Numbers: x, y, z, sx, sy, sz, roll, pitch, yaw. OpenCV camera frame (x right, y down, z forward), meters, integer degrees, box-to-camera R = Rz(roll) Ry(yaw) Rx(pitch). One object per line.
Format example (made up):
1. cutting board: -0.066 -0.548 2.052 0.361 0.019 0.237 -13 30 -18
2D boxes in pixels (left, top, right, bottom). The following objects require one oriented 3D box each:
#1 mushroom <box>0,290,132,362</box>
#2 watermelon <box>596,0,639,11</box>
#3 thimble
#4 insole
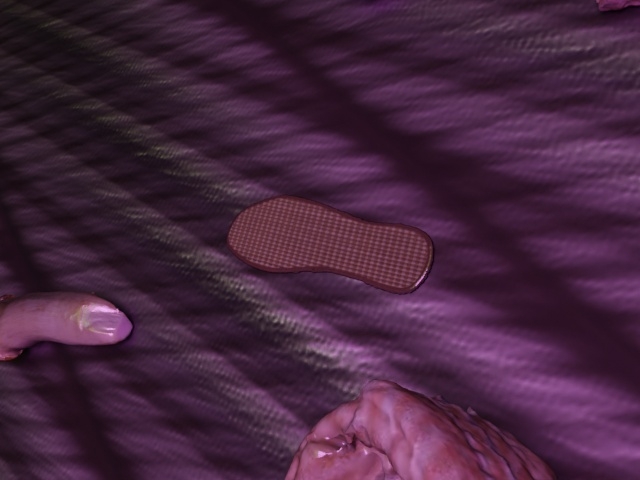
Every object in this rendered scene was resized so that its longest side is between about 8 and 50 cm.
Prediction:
1. mushroom: -0.313 0.097 0.835 0.209 0.071 0.084 -7 32 28
2. watermelon: 0.299 -0.323 0.492 0.293 0.250 0.283 -39 48 11
3. thimble: 0.065 0.221 0.449 0.196 0.148 0.229 -46 35 29
4. insole: 0.000 0.000 0.705 0.253 0.005 0.086 10 76 37
